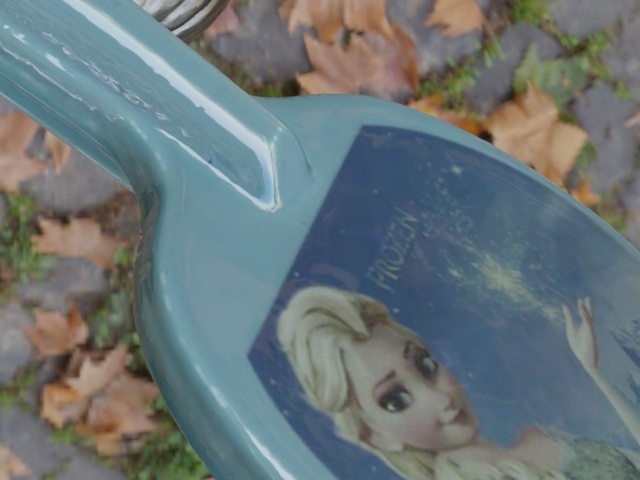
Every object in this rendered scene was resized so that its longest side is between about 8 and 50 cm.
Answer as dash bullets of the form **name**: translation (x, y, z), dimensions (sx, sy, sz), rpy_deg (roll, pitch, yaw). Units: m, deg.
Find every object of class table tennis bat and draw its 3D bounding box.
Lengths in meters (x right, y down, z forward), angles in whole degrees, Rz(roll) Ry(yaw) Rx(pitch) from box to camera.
- **table tennis bat**: translation (0.000, 0.000, 0.361), dimensions (0.237, 0.149, 0.038), rpy_deg (38, 128, 5)

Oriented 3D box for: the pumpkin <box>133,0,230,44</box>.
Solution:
- **pumpkin**: translation (-0.171, -0.214, 1.228), dimensions (0.250, 0.216, 0.250), rpy_deg (-7, 166, -2)
